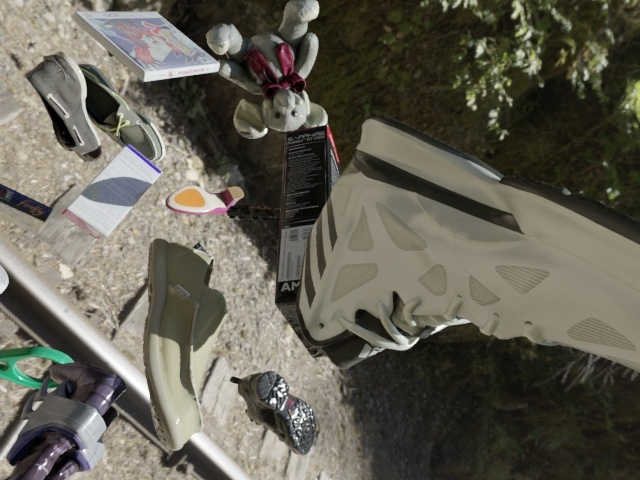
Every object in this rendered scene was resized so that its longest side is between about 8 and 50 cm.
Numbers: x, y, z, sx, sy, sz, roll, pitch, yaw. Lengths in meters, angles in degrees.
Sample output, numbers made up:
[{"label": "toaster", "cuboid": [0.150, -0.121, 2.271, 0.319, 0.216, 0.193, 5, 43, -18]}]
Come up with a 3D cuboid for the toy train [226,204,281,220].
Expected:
[{"label": "toy train", "cuboid": [-0.128, -0.062, 0.959, 0.036, 0.159, 0.027, -80, 171, -54]}]

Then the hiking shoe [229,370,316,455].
[{"label": "hiking shoe", "cuboid": [-0.092, 0.349, 0.889, 0.086, 0.114, 0.226, -50, 122, -43]}]

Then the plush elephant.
[{"label": "plush elephant", "cuboid": [-0.113, -0.401, 1.128, 0.330, 0.272, 0.255, 131, -60, -82]}]

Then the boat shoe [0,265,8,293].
[{"label": "boat shoe", "cuboid": [-0.854, 0.058, 1.004, 0.119, 0.335, 0.121, -54, 153, -16]}]

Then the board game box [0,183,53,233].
[{"label": "board game box", "cuboid": [-0.826, -0.088, 1.163, 0.165, 0.243, 0.042, 32, 65, -31]}]

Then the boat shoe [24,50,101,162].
[{"label": "boat shoe", "cuboid": [-0.586, -0.279, 0.990, 0.112, 0.335, 0.095, 41, 59, 5]}]

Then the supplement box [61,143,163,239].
[{"label": "supplement box", "cuboid": [-0.526, -0.121, 1.101, 0.114, 0.111, 0.220, 42, 62, -27]}]

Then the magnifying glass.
[{"label": "magnifying glass", "cuboid": [-0.522, 0.194, 0.695, 0.231, 0.092, 0.026, 15, 34, -22]}]

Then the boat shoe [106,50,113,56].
[{"label": "boat shoe", "cuboid": [-0.538, -0.528, 1.154, 0.035, 0.100, 0.035, 21, 45, -51]}]

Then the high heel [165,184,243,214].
[{"label": "high heel", "cuboid": [-0.320, -0.093, 1.140, 0.244, 0.117, 0.082, -27, 88, -55]}]

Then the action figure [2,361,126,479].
[{"label": "action figure", "cuboid": [-0.252, 0.239, 0.331, 0.285, 0.099, 0.185, -82, 179, -56]}]

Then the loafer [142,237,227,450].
[{"label": "loafer", "cuboid": [-0.155, 0.099, 0.509, 0.101, 0.092, 0.268, 108, -27, -45]}]

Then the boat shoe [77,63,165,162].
[{"label": "boat shoe", "cuboid": [-0.536, -0.321, 1.123, 0.305, 0.109, 0.091, 49, 14, -14]}]

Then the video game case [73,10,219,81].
[{"label": "video game case", "cuboid": [-0.330, -0.383, 0.841, 0.201, 0.023, 0.183, 41, 41, 11]}]

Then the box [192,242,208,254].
[{"label": "box", "cuboid": [-0.410, 0.051, 1.396, 0.018, 0.083, 0.067, 44, -15, 21]}]

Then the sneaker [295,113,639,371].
[{"label": "sneaker", "cuboid": [0.139, 0.064, 0.423, 0.169, 0.257, 0.447, 22, 14, -42]}]

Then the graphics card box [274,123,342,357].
[{"label": "graphics card box", "cuboid": [0.000, 0.000, 0.797, 0.232, 0.094, 0.370, 69, 16, -53]}]
